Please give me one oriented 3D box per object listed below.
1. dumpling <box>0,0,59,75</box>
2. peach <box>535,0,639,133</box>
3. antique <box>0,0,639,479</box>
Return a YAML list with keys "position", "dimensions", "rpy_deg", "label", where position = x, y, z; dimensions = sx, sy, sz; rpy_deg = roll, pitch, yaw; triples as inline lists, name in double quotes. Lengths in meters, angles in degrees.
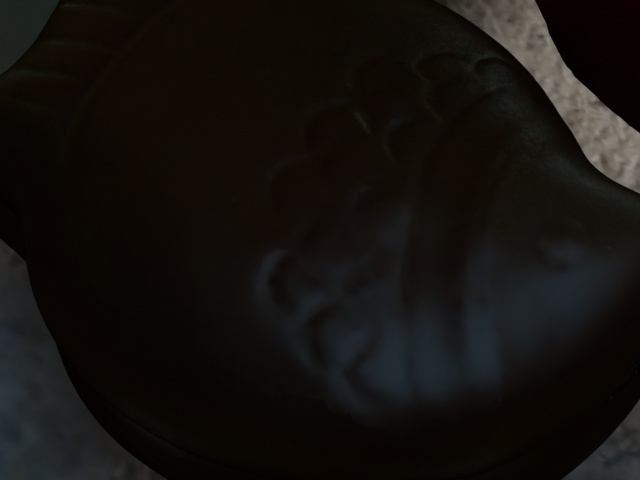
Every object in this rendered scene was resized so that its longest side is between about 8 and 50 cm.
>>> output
- position: [-0.247, -0.200, 0.599]
  dimensions: [0.395, 0.233, 0.315]
  rpy_deg: [37, 45, -16]
  label: "dumpling"
- position: [0.229, -0.184, 0.650]
  dimensions: [0.281, 0.281, 0.338]
  rpy_deg: [14, 43, -7]
  label: "peach"
- position: [0.000, 0.000, 0.566]
  dimensions: [0.278, 0.129, 0.223]
  rpy_deg: [20, 60, 13]
  label: "antique"
